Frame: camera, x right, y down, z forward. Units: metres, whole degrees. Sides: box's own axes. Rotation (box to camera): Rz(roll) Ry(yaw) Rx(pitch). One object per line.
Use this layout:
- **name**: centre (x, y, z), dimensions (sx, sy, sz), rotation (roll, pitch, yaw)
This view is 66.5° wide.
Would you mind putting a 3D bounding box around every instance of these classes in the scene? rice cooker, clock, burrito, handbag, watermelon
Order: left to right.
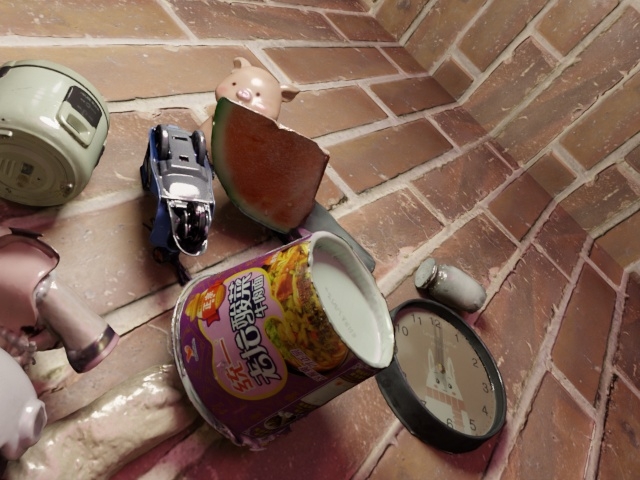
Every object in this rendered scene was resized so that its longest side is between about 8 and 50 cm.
- **rice cooker**: centre (-0.511, -0.200, 0.901), dimensions (0.226, 0.226, 0.244), rotation (20, 40, -26)
- **burrito**: centre (-0.290, 0.274, 0.748), dimensions (0.392, 0.076, 0.117), rotation (-22, 75, -47)
- **watermelon**: centre (-0.126, -0.149, 1.111), dimensions (0.292, 0.222, 0.319), rotation (22, 2, -12)
- **handbag**: centre (-0.002, -0.002, 1.273), dimensions (0.332, 0.075, 0.191), rotation (47, 41, 2)
- **clock**: centre (0.298, 0.318, 1.208), dimensions (0.386, 0.076, 0.386), rotation (23, 41, -22)

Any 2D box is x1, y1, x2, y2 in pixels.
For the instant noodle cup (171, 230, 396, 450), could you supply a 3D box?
- **instant noodle cup**: centre (-0.041, 0.154, 0.848), dimensions (0.340, 0.266, 0.340), rotation (45, 28, -33)

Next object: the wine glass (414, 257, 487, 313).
- **wine glass**: centre (0.382, 0.134, 1.432), dimensions (0.204, 0.111, 0.111), rotation (26, 40, -14)

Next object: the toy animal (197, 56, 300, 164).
- **toy animal**: centre (-0.210, -0.320, 1.263), dimensions (0.195, 0.256, 0.213), rotation (30, 22, -3)

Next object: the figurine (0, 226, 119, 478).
- **figurine**: centre (-0.458, 0.169, 0.595), dimensions (0.361, 0.253, 0.211), rotation (-67, 150, -48)

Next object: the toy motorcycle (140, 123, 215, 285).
- **toy motorcycle**: centre (-0.292, -0.085, 0.996), dimensions (0.125, 0.212, 0.358), rotation (4, 47, -31)
